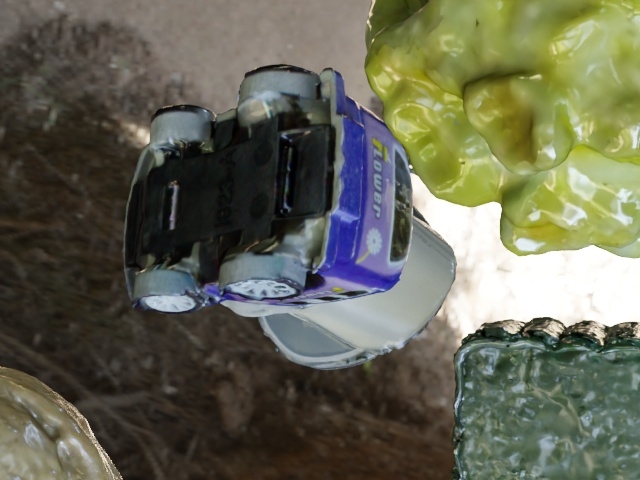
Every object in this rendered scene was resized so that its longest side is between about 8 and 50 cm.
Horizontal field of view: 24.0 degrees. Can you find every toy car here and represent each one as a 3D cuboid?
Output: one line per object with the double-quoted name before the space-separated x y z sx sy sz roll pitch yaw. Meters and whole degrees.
"toy car" -0.041 -0.019 1.173 0.158 0.235 0.172 25 61 -45

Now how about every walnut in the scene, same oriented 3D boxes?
"walnut" -0.281 0.221 1.348 0.198 0.198 0.245 -39 104 -34

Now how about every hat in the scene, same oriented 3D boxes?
"hat" 0.007 0.005 1.592 0.232 0.275 0.161 -60 174 -18

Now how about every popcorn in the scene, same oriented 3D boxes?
"popcorn" 0.177 -0.126 0.945 0.312 0.312 0.312 -14 110 -45

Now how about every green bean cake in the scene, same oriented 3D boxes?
"green bean cake" 0.255 0.196 1.447 0.132 0.255 0.241 -12 100 -77

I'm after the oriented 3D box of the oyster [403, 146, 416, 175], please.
"oyster" 0.114 -0.092 1.247 0.045 0.146 0.121 -3 137 -35
